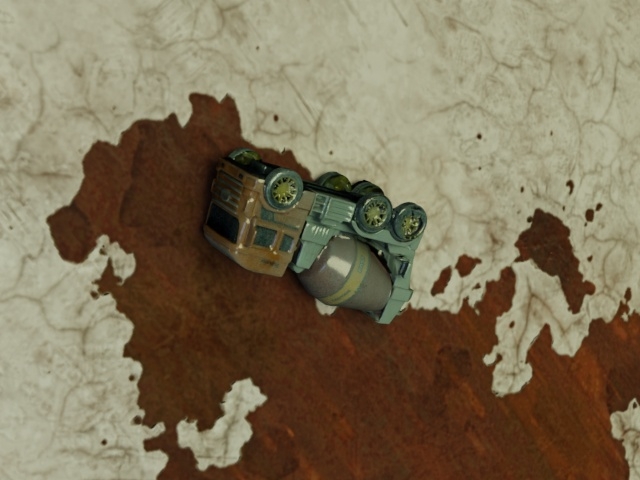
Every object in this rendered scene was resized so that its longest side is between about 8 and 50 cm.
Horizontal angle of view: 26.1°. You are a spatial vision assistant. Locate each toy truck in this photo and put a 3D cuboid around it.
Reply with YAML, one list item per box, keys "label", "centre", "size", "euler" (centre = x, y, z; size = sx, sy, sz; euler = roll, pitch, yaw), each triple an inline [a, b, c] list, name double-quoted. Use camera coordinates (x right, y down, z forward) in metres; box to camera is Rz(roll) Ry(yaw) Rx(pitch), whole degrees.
- label: "toy truck"
  centre: [0.000, 0.000, 1.455]
  size: [0.256, 0.108, 0.140]
  euler: [13, 100, -33]
